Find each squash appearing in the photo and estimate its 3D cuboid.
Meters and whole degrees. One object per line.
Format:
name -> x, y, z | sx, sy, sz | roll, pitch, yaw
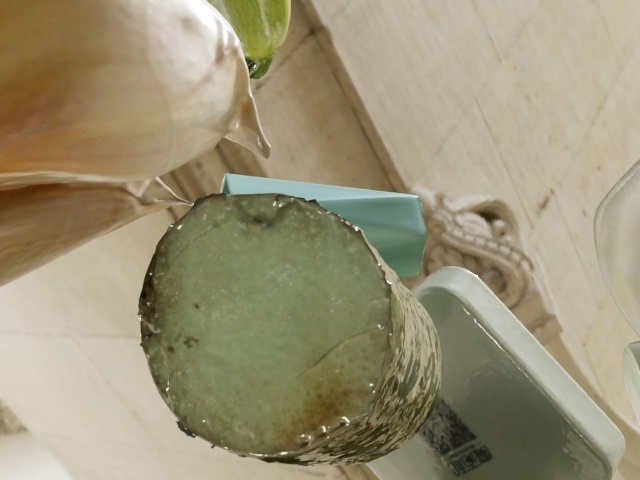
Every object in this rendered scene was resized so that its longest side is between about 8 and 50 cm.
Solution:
squash -> -0.060, -0.198, 0.761 | 0.090, 0.200, 0.075 | 20, -112, 23

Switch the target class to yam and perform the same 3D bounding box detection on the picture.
yam -> -0.004, 0.074, 0.679 | 0.168, 0.304, 0.168 | -3, -105, 12

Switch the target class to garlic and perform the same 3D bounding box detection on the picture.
garlic -> -0.214, -0.059, 0.625 | 0.249, 0.286, 0.313 | 27, -138, 33

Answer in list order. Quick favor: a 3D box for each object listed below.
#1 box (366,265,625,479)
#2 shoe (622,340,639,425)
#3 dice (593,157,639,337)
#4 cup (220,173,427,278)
box -> 0.198, 0.255, 1.424 | 0.367, 0.373, 0.090 | -41, -177, 42
shoe -> 0.319, 0.185, 0.729 | 0.110, 0.095, 0.265 | -16, -118, 2
dice -> 0.487, -0.014, 0.975 | 0.277, 0.304, 0.304 | -27, 162, -34
cup -> 0.000, 0.000, 1.161 | 0.235, 0.148, 0.134 | 2, -117, -16
